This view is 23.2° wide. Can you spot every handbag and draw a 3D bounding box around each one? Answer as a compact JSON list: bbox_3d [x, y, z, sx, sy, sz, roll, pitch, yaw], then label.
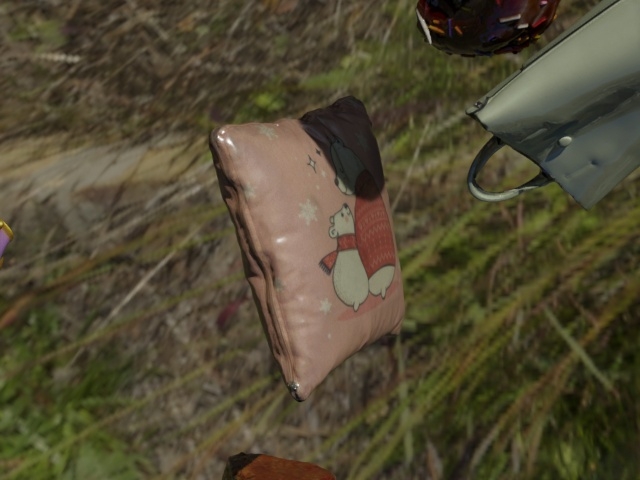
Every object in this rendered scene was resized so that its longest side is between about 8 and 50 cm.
[{"bbox_3d":[0.297,-0.134,1.754,0.315,0.109,0.241,-42,131,17],"label":"handbag"}]

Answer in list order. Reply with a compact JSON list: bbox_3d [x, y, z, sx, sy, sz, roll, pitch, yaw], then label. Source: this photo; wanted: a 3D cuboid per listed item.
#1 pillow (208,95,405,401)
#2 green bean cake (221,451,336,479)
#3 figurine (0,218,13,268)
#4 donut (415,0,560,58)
[{"bbox_3d":[0.000,0.000,1.279,0.084,0.236,0.223,-11,94,29],"label":"pillow"},{"bbox_3d":[-0.041,0.272,1.335,0.097,0.233,0.198,16,113,-11],"label":"green bean cake"},{"bbox_3d":[-0.394,-0.040,1.441,0.142,0.189,0.263,-39,85,-24],"label":"figurine"},{"bbox_3d":[0.164,-0.306,1.707,0.216,0.096,0.230,5,111,47],"label":"donut"}]
